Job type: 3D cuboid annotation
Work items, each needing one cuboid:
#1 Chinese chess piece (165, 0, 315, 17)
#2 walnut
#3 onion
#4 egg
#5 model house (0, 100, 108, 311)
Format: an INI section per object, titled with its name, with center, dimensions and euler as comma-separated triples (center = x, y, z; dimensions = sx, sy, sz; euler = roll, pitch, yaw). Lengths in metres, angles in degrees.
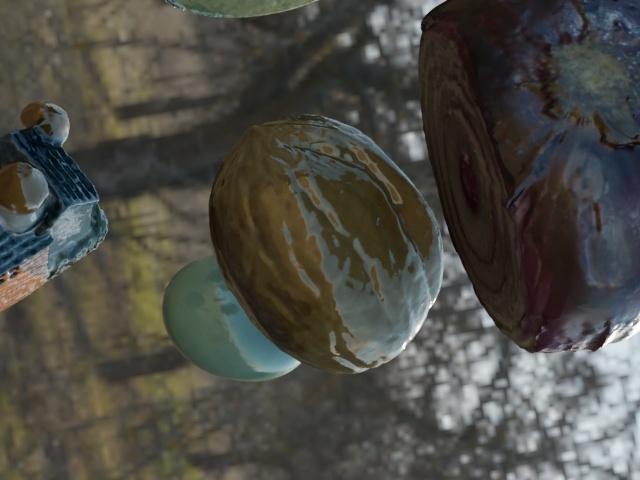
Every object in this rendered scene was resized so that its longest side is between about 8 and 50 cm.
[Chinese chess piece]
center = -0.080, -0.429, 2.177
dimensions = 0.349, 0.349, 0.146
euler = 85, -8, -67
[walnut]
center = 0.000, 0.000, 1.618
dimensions = 0.261, 0.225, 0.225
euler = 58, 4, -15
[onion]
center = 0.236, -0.073, 1.446
dimensions = 0.282, 0.260, 0.336
euler = 96, -22, -57
[egg]
center = -0.112, 0.109, 2.338
dimensions = 0.168, 0.231, 0.168
euler = -33, -135, 41
[model house]
center = -0.378, -0.054, 1.952
dimensions = 0.190, 0.271, 0.301
euler = 53, -25, 9
